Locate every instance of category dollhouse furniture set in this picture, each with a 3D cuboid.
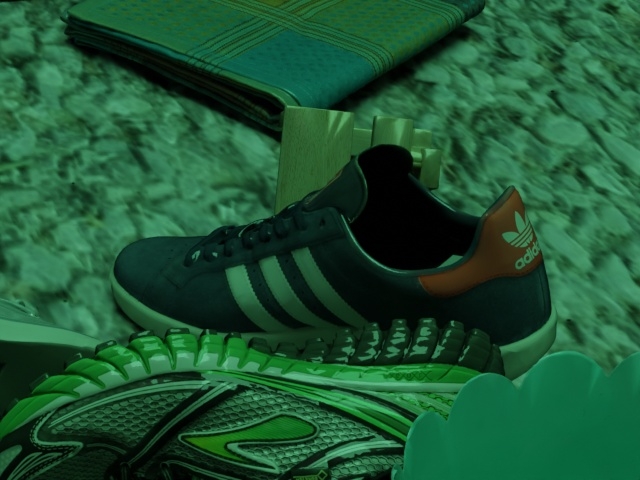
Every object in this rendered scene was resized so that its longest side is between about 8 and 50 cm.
[{"bbox_3d":[0.025,-0.038,1.609,0.144,0.123,0.151,6,-3,-9],"label":"dollhouse furniture set"}]

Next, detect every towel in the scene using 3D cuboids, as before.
[{"bbox_3d":[-0.037,-0.217,1.864,0.271,0.040,0.370,24,32,23],"label":"towel"}]

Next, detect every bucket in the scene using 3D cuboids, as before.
[{"bbox_3d":[0.171,0.205,1.075,0.281,0.183,0.281,-1,26,1],"label":"bucket"}]

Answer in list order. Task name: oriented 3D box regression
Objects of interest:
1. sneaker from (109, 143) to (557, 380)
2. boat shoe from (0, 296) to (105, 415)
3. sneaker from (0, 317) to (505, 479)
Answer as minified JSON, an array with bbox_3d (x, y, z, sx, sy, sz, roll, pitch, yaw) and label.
[{"bbox_3d":[0.000,0.000,1.369,0.350,0.148,0.131,5,30,24],"label":"sneaker"},{"bbox_3d":[-0.216,0.066,1.263,0.227,0.079,0.081,19,27,-31],"label":"boat shoe"},{"bbox_3d":[-0.044,0.139,1.204,0.343,0.134,0.146,-5,60,-5],"label":"sneaker"}]
